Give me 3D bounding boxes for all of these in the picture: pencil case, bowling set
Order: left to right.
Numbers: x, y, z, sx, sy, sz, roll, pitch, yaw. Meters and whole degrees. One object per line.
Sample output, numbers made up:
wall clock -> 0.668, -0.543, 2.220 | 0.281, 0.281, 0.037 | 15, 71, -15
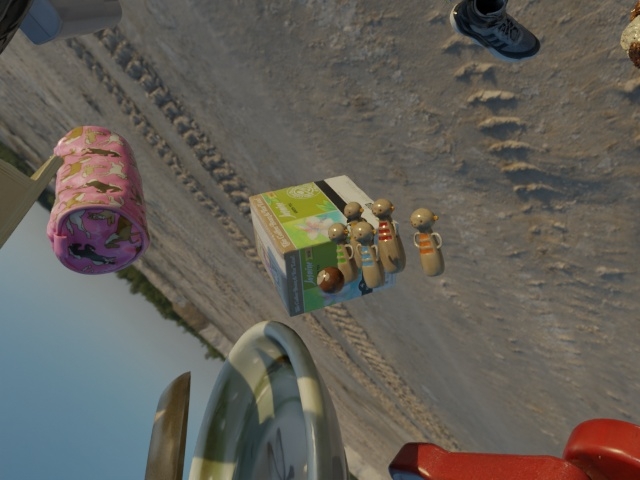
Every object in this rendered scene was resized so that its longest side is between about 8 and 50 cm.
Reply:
pencil case -> -0.456, -0.096, 0.934 | 0.386, 0.167, 0.160 | 55, 175, 47
bowling set -> 0.080, 0.009, 0.883 | 0.287, 0.200, 0.154 | -1, 105, 57

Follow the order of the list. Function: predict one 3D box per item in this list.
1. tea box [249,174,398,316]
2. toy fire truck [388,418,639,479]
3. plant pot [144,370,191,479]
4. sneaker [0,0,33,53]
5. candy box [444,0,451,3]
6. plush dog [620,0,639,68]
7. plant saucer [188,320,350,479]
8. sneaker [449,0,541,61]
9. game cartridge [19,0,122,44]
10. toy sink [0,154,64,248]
tea box -> 0.000, 0.000, 1.305 | 0.329, 0.324, 0.220 | -128, 28, -51
toy fire truck -> 0.230, 0.309, 0.417 | 0.302, 0.169, 0.254 | 50, 146, -4
plant pot -> -0.172, 0.267, 0.507 | 0.032, 0.236, 0.236 | 5, 166, -12
sneaker -> -0.323, -0.148, 0.350 | 0.125, 0.341, 0.139 | 58, -157, -16
candy box -> 0.345, -0.750, 1.056 | 0.088, 0.316, 0.183 | 1, -130, -53
plush dog -> 0.739, -0.422, 0.919 | 0.225, 0.262, 0.210 | 4, 140, 27
plant saucer -> -0.060, 0.300, 0.528 | 0.101, 0.400, 0.400 | 17, 172, -24
sneaker -> 0.484, -0.576, 1.219 | 0.269, 0.101, 0.153 | 27, -177, -1
game cartridge -> -0.332, -0.358, 0.461 | 0.196, 0.060, 0.294 | -83, -29, -58
toy sink -> -0.473, -0.043, 0.586 | 0.153, 0.234, 0.131 | -23, 130, 33
